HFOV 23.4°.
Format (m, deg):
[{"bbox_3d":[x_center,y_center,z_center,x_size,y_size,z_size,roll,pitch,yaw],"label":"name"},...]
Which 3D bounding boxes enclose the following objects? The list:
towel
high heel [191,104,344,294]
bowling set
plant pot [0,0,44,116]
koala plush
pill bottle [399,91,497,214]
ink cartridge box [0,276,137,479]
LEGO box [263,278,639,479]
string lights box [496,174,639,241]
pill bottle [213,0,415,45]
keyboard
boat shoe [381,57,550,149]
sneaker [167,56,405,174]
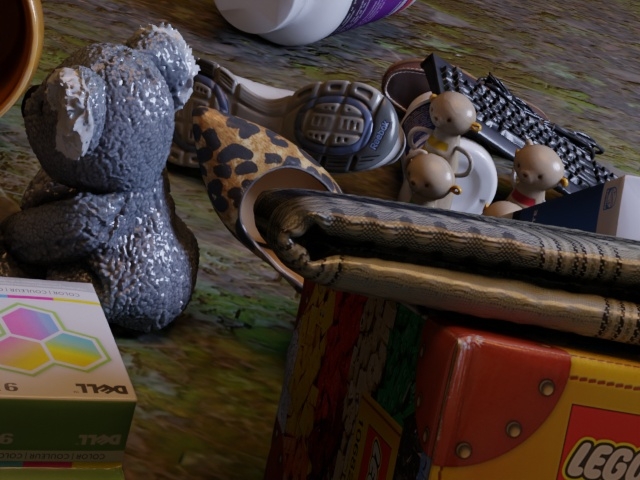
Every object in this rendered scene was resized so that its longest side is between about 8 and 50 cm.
[{"bbox_3d":[0.123,0.018,0.889,0.324,0.056,0.312,8,3,-6],"label":"towel"},{"bbox_3d":[0.000,0.000,1.198,0.261,0.093,0.186,50,-4,-18],"label":"high heel"},{"bbox_3d":[0.139,-0.008,1.381,0.287,0.154,0.200,33,30,30],"label":"bowling set"},{"bbox_3d":[-0.356,-0.206,1.465,0.205,0.205,0.188,14,11,-4],"label":"plant pot"},{"bbox_3d":[-0.174,-0.059,1.227,0.203,0.221,0.196,26,27,18],"label":"koala plush"},{"bbox_3d":[0.128,-0.093,1.607,0.094,0.094,0.169,12,27,-8],"label":"pill bottle"},{"bbox_3d":[-0.195,0.105,1.076,0.109,0.062,0.209,5,29,-24],"label":"ink cartridge box"},{"bbox_3d":[0.245,0.154,0.953,0.500,0.193,0.372,10,5,-13],"label":"LEGO box"},{"bbox_3d":[0.236,0.013,1.196,0.133,0.077,0.259,11,-8,-12],"label":"string lights box"},{"bbox_3d":[0.001,-0.346,1.930,0.181,0.181,0.323,27,28,21],"label":"pill bottle"},{"bbox_3d":[0.238,-0.106,1.643,0.317,0.033,0.201,32,22,-22],"label":"keyboard"},{"bbox_3d":[0.167,-0.151,1.766,0.207,0.073,0.073,18,24,4],"label":"boat shoe"},{"bbox_3d":[-0.054,-0.107,1.534,0.297,0.111,0.129,12,-4,20],"label":"sneaker"}]
